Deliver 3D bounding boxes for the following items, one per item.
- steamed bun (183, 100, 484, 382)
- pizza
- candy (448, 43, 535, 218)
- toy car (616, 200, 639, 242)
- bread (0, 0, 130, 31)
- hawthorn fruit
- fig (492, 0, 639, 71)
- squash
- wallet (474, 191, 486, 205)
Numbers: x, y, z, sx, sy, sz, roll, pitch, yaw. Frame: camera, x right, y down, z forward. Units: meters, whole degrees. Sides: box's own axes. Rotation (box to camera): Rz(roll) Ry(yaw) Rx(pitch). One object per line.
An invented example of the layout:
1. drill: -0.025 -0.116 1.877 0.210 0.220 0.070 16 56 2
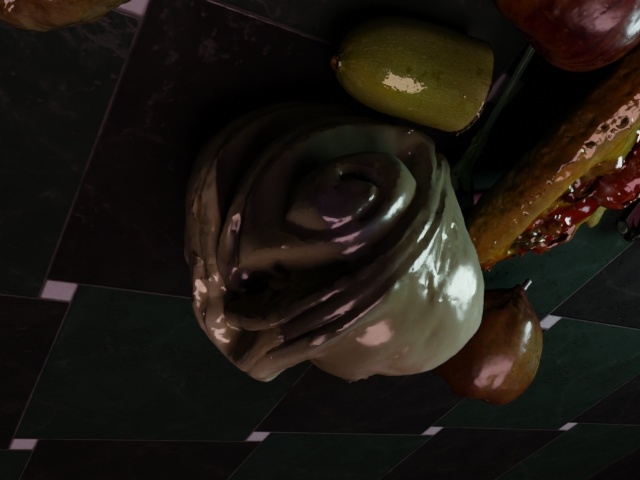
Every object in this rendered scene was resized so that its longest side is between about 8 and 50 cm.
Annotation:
1. steamed bun: 0.000 0.000 0.747 0.339 0.352 0.247 -20 169 4
2. pizza: 0.400 -0.096 0.893 0.406 0.130 0.440 -8 148 -43
3. candy: 0.215 -0.145 0.901 0.091 0.083 0.305 23 122 -1
4. toy car: 0.583 -0.048 1.149 0.069 0.055 0.142 -8 142 -16
5. bread: -0.231 -0.285 0.521 0.230 0.123 0.230 -6 141 -5
6. hawthorn fruit: 0.322 0.176 1.233 0.208 0.208 0.248 18 103 -35
7. fig: 0.294 -0.288 0.687 0.207 0.175 0.175 -47 134 11
8. squash: 0.096 -0.194 0.755 0.187 0.123 0.123 8 135 -22
9. wallet: 0.256 -0.034 1.070 0.232 0.025 0.119 -4 140 -15
